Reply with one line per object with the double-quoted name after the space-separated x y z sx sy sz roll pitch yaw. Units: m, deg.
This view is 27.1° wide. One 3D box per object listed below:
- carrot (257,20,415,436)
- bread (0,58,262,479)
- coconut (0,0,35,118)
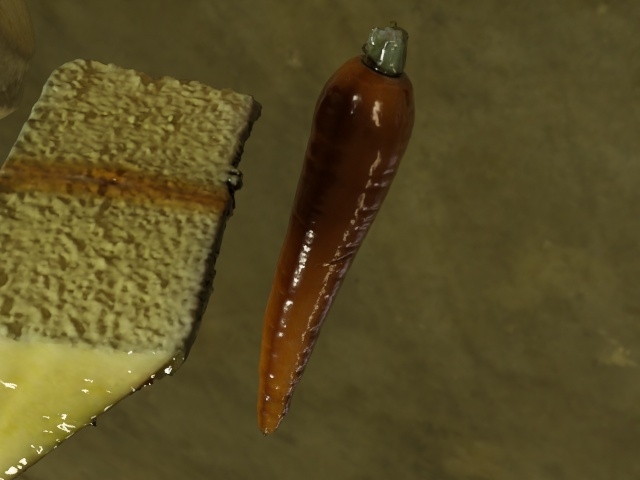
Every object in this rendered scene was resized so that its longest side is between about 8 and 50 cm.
0.000 0.000 0.943 0.069 0.069 0.336 25 116 11 "carrot"
-0.125 0.033 0.781 0.135 0.240 0.178 11 131 -2 "bread"
-0.333 -0.151 0.994 0.222 0.202 0.202 -27 127 7 "coconut"
